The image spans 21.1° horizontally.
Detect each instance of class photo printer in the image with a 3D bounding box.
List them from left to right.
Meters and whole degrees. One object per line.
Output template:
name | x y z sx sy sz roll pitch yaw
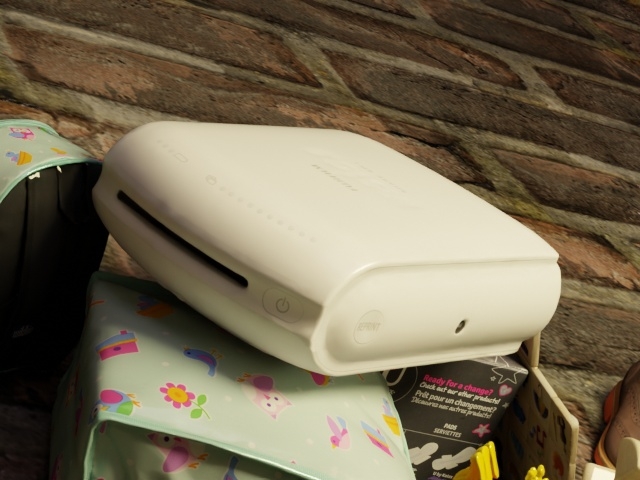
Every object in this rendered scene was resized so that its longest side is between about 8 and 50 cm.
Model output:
photo printer | 0.000 0.000 1.277 0.256 0.107 0.307 33 21 34

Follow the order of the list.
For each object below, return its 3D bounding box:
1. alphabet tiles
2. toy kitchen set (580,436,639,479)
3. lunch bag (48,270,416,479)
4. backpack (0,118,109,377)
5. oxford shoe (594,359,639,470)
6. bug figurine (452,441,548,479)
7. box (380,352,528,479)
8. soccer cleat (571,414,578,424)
alphabet tiles | 0.166 0.133 1.473 0.009 0.198 0.237 -11 35 -15
toy kitchen set | 0.262 0.288 1.404 0.122 0.166 0.207 22 59 -11
lunch bag | -0.054 0.150 1.219 0.262 0.160 0.223 15 24 -15
backpack | -0.243 -0.001 1.289 0.144 0.188 0.166 40 26 27
oxford shoe | 0.328 0.179 1.661 0.097 0.098 0.271 25 22 -6
bug figurine | 0.113 0.271 1.133 0.072 0.279 0.216 -10 -2 23
box | 0.044 0.082 1.495 0.163 0.142 0.247 15 26 -28
soccer cleat | 0.219 0.164 1.653 0.083 0.036 0.029 16 25 -26
